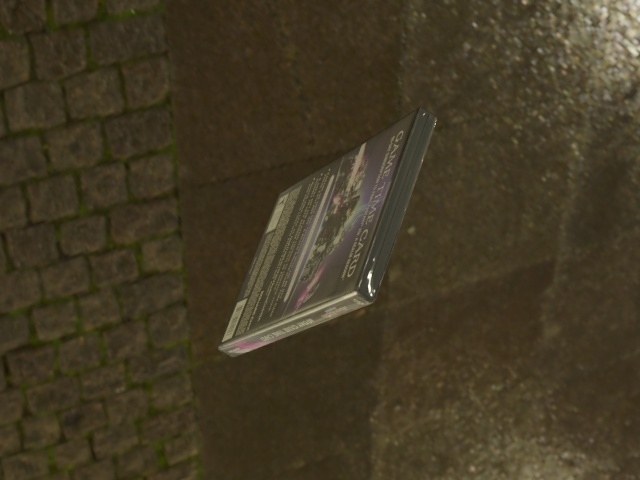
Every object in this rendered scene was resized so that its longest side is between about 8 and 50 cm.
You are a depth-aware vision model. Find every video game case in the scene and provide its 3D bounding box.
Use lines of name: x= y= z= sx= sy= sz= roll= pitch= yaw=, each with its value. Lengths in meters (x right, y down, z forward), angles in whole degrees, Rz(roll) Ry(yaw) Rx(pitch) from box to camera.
video game case: x=0.000 y=0.000 z=1.101 sx=0.026 sy=0.196 sz=0.274 roll=31 pitch=152 yaw=-20
